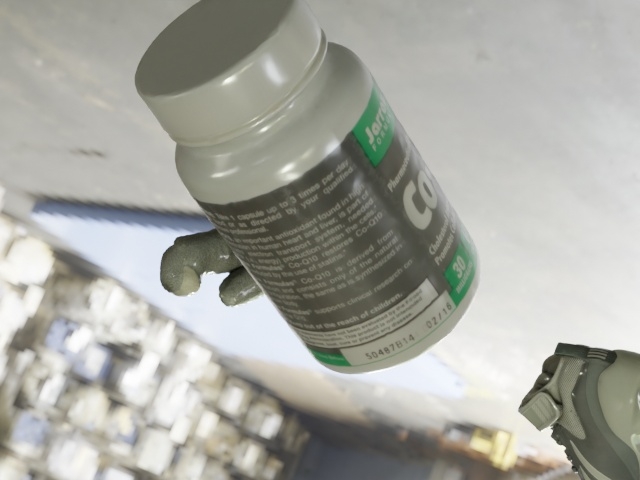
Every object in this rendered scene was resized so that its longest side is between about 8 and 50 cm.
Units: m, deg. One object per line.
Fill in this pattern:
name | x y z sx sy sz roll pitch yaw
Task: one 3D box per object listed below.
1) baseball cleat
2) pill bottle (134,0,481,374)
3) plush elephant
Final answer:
baseball cleat | 0.202 0.148 1.093 0.109 0.072 0.206 15 133 27
pill bottle | -0.009 -0.058 1.425 0.204 0.204 0.361 4 139 45
plush elephant | 0.000 0.000 1.904 0.255 0.272 0.330 35 -162 37
